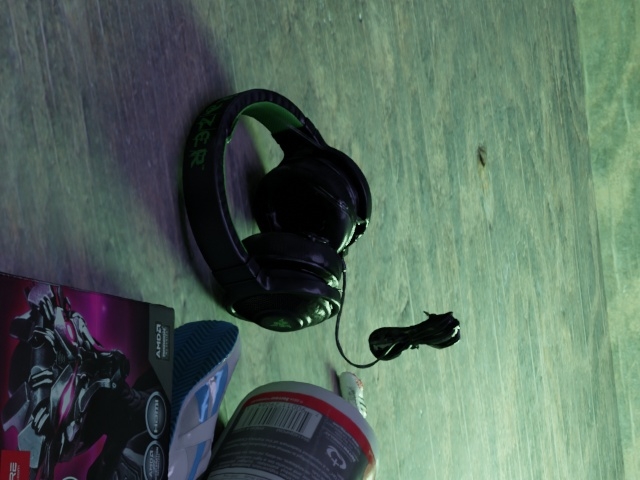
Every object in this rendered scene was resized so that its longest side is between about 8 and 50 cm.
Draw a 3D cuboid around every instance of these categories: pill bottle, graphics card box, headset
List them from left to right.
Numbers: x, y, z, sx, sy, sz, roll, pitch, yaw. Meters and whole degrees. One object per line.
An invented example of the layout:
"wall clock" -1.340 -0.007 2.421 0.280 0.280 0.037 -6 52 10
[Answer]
"graphics card box" -0.254 0.152 1.484 0.371 0.094 0.233 21 68 -65
"pill bottle" -0.063 0.307 1.792 0.318 0.176 0.176 -60 140 -50
"headset" 0.000 0.000 1.954 0.394 0.185 0.243 54 39 -33

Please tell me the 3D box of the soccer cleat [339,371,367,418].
"soccer cleat" 0.041 0.205 2.216 0.036 0.029 0.083 -70 152 -48

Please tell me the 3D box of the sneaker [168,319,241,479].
"sneaker" -0.143 0.176 1.753 0.092 0.087 0.229 73 34 -43
